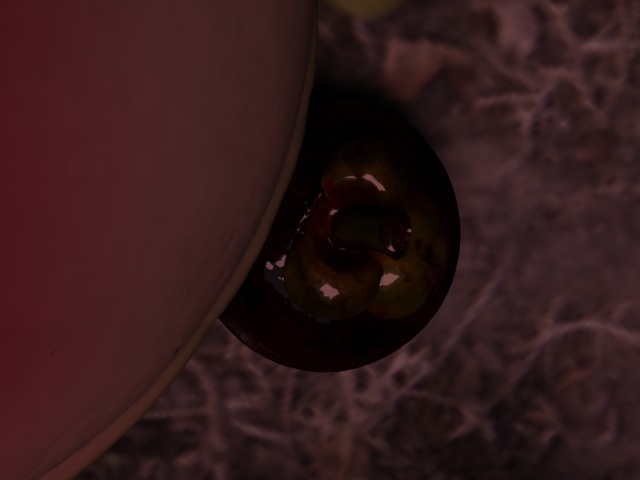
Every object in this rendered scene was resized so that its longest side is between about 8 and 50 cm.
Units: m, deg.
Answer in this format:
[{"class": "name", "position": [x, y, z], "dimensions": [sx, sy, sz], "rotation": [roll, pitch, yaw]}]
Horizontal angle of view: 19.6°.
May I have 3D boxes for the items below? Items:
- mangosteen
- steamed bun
[{"class": "mangosteen", "position": [0.000, -0.001, 0.531], "dimensions": [0.081, 0.081, 0.081], "rotation": [-1, 120, -1]}, {"class": "steamed bun", "position": [-0.145, -0.046, 0.384], "dimensions": [0.309, 0.309, 0.309], "rotation": [-1, 120, -1]}]
